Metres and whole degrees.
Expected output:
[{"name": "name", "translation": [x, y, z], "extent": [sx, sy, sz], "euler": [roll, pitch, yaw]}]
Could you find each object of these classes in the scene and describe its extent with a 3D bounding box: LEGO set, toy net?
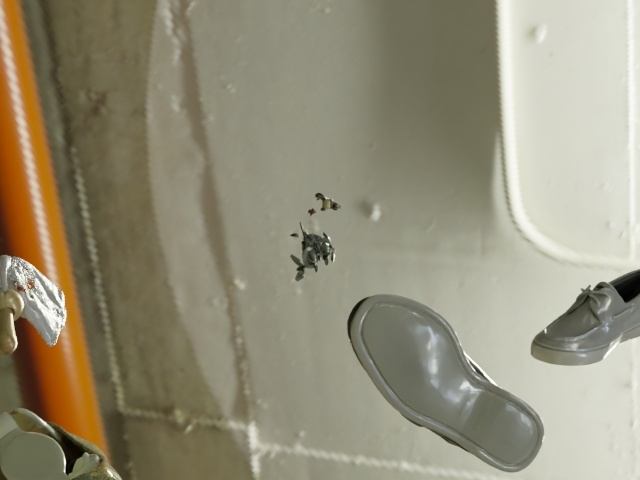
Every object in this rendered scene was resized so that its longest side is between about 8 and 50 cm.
[{"name": "LEGO set", "translation": [-0.001, -0.002, 1.247], "extent": [0.023, 0.054, 0.083], "euler": [6, -92, 47]}, {"name": "toy net", "translation": [-0.268, 0.039, 1.043], "extent": [0.045, 0.232, 0.122], "euler": [-28, -97, 13]}]

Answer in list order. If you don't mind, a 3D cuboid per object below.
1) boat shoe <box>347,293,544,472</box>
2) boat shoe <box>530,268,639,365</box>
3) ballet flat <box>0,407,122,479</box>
[{"name": "boat shoe", "translation": [0.052, 0.064, 0.632], "extent": [0.125, 0.046, 0.038], "euler": [36, -10, -30]}, {"name": "boat shoe", "translation": [0.266, 0.069, 1.306], "extent": [0.066, 0.184, 0.063], "euler": [22, -62, 47]}, {"name": "ballet flat", "translation": [-0.226, 0.193, 1.099], "extent": [0.348, 0.123, 0.123], "euler": [9, -52, 64]}]
